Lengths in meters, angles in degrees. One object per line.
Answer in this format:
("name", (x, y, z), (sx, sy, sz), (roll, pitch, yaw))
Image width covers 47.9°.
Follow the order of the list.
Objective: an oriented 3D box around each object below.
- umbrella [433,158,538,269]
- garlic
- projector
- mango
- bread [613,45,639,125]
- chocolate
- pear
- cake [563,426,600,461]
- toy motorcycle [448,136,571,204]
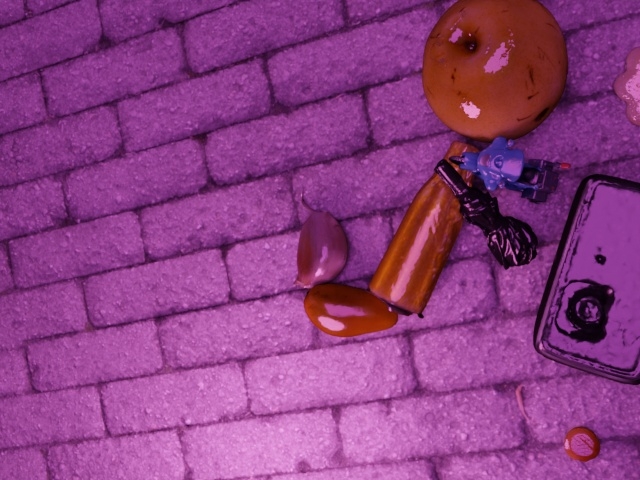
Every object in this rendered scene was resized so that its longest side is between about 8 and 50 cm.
("umbrella", (0.392, -0.065, 1.723), (0.118, 0.118, 0.340), (-41, 105, 15))
("garlic", (0.003, -0.004, 1.927), (0.148, 0.128, 0.267), (4, 83, 6))
("projector", (0.624, 0.071, 1.550), (0.242, 0.405, 0.395), (16, 96, 16))
("mango", (0.078, 0.189, 1.892), (0.253, 0.113, 0.138), (9, 96, 9))
("bread", (0.809, -0.338, 1.668), (0.251, 0.039, 0.182), (27, 99, 15))
("chocolate", (0.279, -0.031, 1.793), (0.162, 0.162, 0.445), (28, 98, 16))
("pear", (0.397, -0.398, 1.661), (0.348, 0.348, 0.348), (1, 92, 18))
("cake", (0.635, 0.495, 1.751), (0.084, 0.044, 0.084), (0, 90, 18))
("toy motorcycle", (0.444, -0.161, 1.675), (0.272, 0.182, 0.124), (12, 90, -27))
